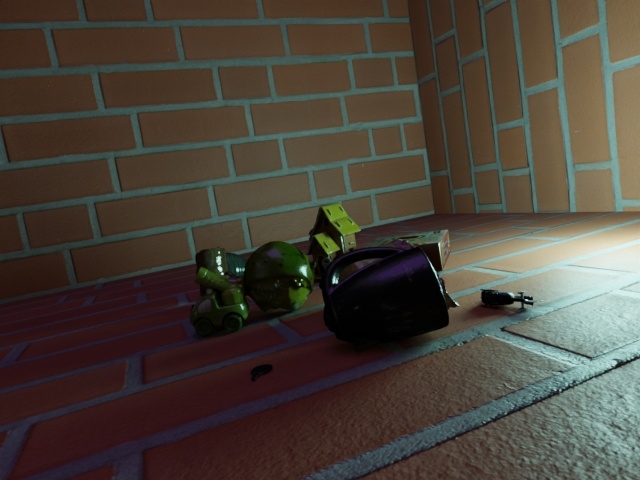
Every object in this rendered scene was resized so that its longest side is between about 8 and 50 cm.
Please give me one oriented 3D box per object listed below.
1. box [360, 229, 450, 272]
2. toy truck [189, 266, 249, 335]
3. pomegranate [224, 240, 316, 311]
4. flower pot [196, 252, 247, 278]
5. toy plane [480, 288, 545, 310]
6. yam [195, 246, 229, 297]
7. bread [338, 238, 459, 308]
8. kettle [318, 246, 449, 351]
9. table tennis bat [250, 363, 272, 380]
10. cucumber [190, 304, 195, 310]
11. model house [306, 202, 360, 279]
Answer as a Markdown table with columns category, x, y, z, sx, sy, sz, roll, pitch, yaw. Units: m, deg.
| category | x | y | z | sx | sy | sz | roll | pitch | yaw |
| --- | --- | --- | --- | --- | --- | --- | --- | --- | --- |
| box | 0.378 | 0.054 | 1.964 | 0.344 | 0.122 | 0.385 | -7 | 7 | 22 |
| toy truck | -0.321 | 0.200 | 1.446 | 0.186 | 0.211 | 0.148 | 9 | 6 | -3 |
| pomegranate | -0.178 | 0.130 | 1.557 | 0.340 | 0.261 | 0.260 | -4 | 7 | 8 |
| flower pot | -0.430 | 0.150 | 1.993 | 0.242 | 0.189 | 0.157 | -7 | 45 | -25 |
| toy plane | 0.509 | 0.158 | 1.223 | 0.078 | 0.054 | 0.197 | -3 | -1 | -26 |
| yam | -0.435 | 0.155 | 1.826 | 0.129 | 0.239 | 0.128 | -9 | -8 | -15 |
| bread | 0.221 | 0.181 | 1.380 | 0.248 | 0.279 | 0.315 | -12 | 50 | -20 |
| kettle | 0.140 | 0.134 | 1.133 | 0.290 | 0.269 | 0.207 | -19 | -33 | 3 |
| table tennis bat | -0.142 | 0.307 | 1.041 | 0.050 | 0.007 | 0.083 | -7 | 5 | 14 |
| cucumber | -0.433 | 0.266 | 1.643 | 0.043 | 0.043 | 0.256 | -7 | 4 | -30 |
| model house | 0.000 | 0.000 | 2.080 | 0.339 | 0.324 | 0.300 | -4 | 8 | 38 |
